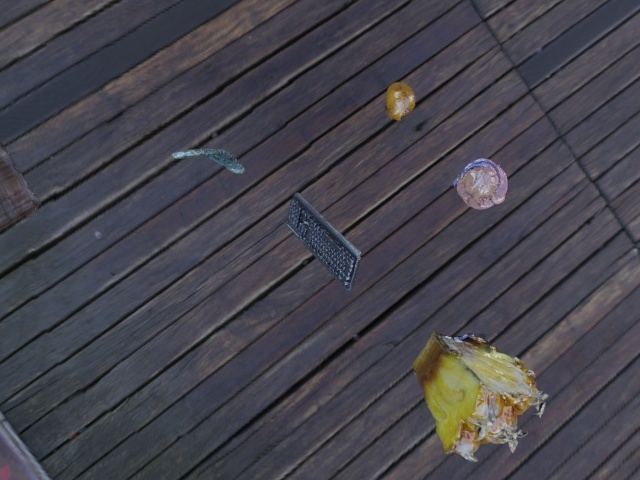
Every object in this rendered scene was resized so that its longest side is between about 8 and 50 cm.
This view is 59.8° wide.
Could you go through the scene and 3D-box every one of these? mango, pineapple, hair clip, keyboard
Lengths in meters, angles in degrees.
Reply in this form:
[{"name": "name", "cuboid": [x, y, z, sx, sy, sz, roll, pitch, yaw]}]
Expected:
[{"name": "mango", "cuboid": [0.190, -0.345, 1.351, 0.077, 0.127, 0.063, -19, 131, 17]}, {"name": "pineapple", "cuboid": [0.223, 0.212, 0.808, 0.186, 0.236, 0.115, 35, 108, 21]}, {"name": "hair clip", "cuboid": [-0.223, -0.170, 1.152, 0.065, 0.229, 0.036, -7, 86, 23]}, {"name": "keyboard", "cuboid": [0.000, 0.000, 1.089, 0.025, 0.230, 0.094, -13, 131, -33]}]

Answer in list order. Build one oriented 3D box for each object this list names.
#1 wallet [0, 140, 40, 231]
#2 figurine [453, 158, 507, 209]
[{"name": "wallet", "cuboid": [-0.218, -0.010, 0.193, 0.042, 0.230, 0.124, -14, 113, 26]}, {"name": "figurine", "cuboid": [0.379, -0.127, 1.314, 0.126, 0.157, 0.114, 16, 111, 10]}]
